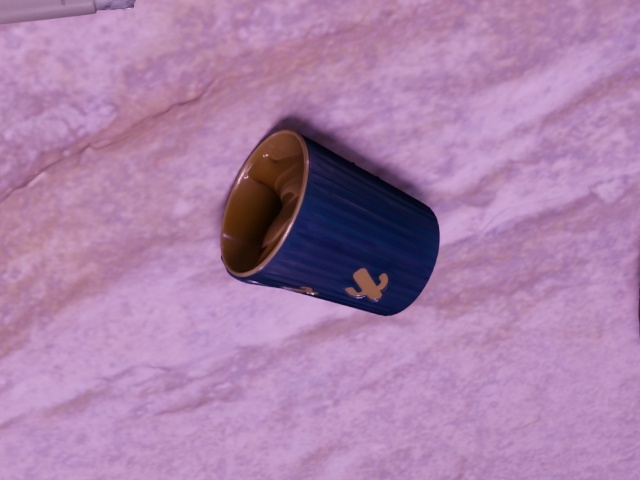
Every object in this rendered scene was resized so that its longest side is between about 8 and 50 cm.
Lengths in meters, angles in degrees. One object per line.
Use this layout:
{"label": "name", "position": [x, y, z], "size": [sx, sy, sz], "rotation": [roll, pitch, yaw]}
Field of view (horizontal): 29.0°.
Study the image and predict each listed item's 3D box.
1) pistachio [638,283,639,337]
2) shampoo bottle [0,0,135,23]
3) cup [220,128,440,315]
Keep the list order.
{"label": "pistachio", "position": [0.374, 0.063, 1.188], "size": [0.129, 0.131, 0.206], "rotation": [-16, 122, -10]}
{"label": "shampoo bottle", "position": [-0.246, -0.198, 0.933], "size": [0.212, 0.049, 0.072], "rotation": [-6, 115, -8]}
{"label": "cup", "position": [0.000, 0.000, 1.085], "size": [0.155, 0.131, 0.176], "rotation": [21, 147, -28]}
